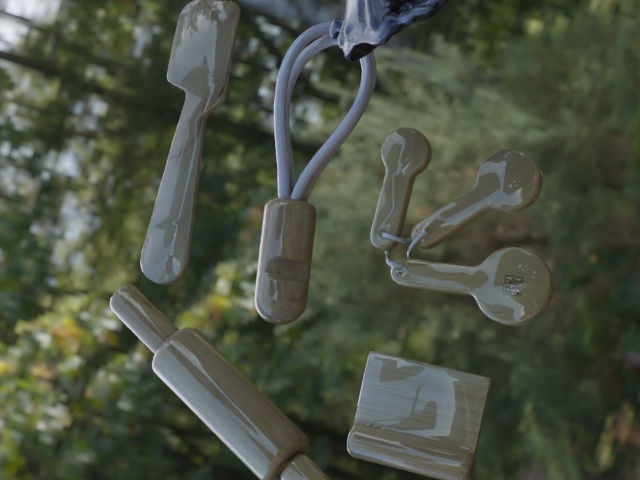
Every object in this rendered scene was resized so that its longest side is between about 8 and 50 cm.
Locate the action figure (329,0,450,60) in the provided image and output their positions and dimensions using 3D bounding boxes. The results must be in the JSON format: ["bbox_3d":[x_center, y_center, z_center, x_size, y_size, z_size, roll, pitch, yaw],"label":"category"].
[{"bbox_3d":[-0.002,-0.230,0.831,0.141,0.276,0.164,-28,4,37],"label":"action figure"}]

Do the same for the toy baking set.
[{"bbox_3d":[-0.003,0.006,0.878,0.197,0.256,0.030,-52,-21,1],"label":"toy baking set"}]
